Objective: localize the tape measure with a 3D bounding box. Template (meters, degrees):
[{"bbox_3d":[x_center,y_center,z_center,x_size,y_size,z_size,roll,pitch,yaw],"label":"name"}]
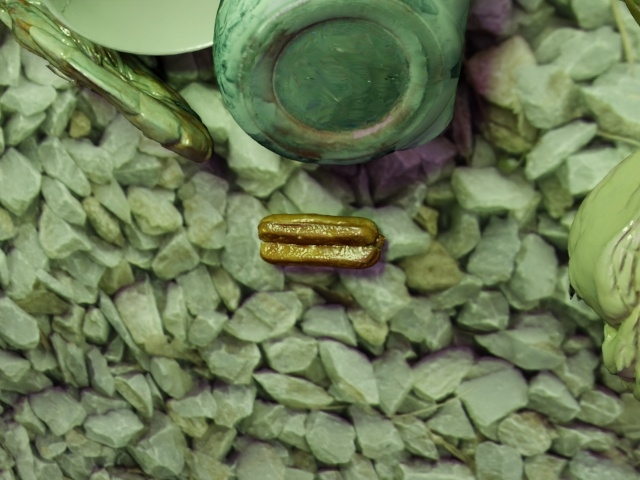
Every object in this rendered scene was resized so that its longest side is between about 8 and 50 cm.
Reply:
[{"bbox_3d":[0.026,-0.206,1.014,0.275,0.147,0.256,-1,134,-4],"label":"tape measure"}]

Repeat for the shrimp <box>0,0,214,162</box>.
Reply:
[{"bbox_3d":[-0.268,-0.205,1.114,0.360,0.247,0.085,38,95,13],"label":"shrimp"}]

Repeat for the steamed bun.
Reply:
[{"bbox_3d":[0.388,0.027,0.987,0.275,0.206,0.319,0,113,4],"label":"steamed bun"}]

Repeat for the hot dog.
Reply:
[{"bbox_3d":[0.000,0.000,1.206,0.165,0.045,0.071,2,111,20],"label":"hot dog"}]

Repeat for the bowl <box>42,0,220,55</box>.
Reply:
[{"bbox_3d":[-0.168,-0.347,1.020,0.287,0.143,0.287,-10,147,-6],"label":"bowl"}]

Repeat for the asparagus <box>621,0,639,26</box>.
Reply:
[{"bbox_3d":[0.335,-0.247,0.956,0.287,0.080,0.080,42,120,-1],"label":"asparagus"}]
